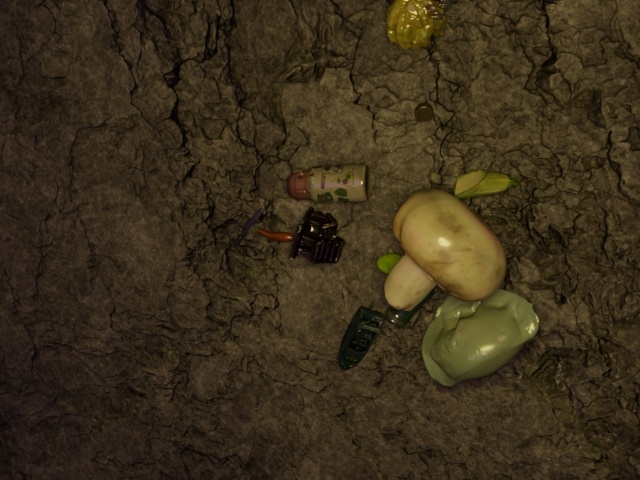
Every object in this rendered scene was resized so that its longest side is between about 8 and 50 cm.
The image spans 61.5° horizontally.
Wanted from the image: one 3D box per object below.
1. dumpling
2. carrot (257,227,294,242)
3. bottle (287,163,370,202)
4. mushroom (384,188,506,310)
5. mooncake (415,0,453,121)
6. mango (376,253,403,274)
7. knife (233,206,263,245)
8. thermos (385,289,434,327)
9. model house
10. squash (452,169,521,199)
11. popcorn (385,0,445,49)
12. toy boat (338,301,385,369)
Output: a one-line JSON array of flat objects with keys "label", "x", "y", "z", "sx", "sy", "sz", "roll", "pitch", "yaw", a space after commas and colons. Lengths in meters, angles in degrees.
[{"label": "dumpling", "x": 0.467, "y": 0.302, "z": 1.615, "sx": 0.321, "sy": 0.270, "sz": 0.211, "roll": -25, "pitch": 117, "yaw": -7}, {"label": "carrot", "x": -0.146, "y": -0.017, "z": 1.786, "sx": 0.142, "sy": 0.035, "sz": 0.035, "roll": 10, "pitch": 102, "yaw": 17}, {"label": "bottle", "x": 0.022, "y": -0.175, "z": 1.670, "sx": 0.253, "sy": 0.120, "sz": 0.120, "roll": 0, "pitch": 100, "yaw": 13}, {"label": "mushroom", "x": 0.348, "y": 0.020, "z": 1.542, "sx": 0.353, "sy": 0.353, "sz": 0.325, "roll": 1, "pitch": 57, "yaw": 14}, {"label": "mooncake", "x": 0.307, "y": -0.500, "z": 1.505, "sx": 0.150, "sy": 0.057, "sz": 0.346, "roll": 13, "pitch": 124, "yaw": -13}, {"label": "mango", "x": 0.230, "y": 0.078, "z": 1.696, "sx": 0.108, "sy": 0.056, "sz": 0.073, "roll": 7, "pitch": 96, "yaw": 15}, {"label": "knife", "x": -0.243, "y": -0.048, "z": 1.816, "sx": 0.023, "sy": 0.010, "sz": 0.170, "roll": 39, "pitch": 105, "yaw": -2}, {"label": "thermos", "x": 0.291, "y": 0.180, "z": 1.693, "sx": 0.187, "sy": 0.073, "sz": 0.083, "roll": -49, "pitch": 65, "yaw": 15}, {"label": "model house", "x": 0.002, "y": -0.007, "z": 1.711, "sx": 0.152, "sy": 0.106, "sz": 0.165, "roll": 19, "pitch": 108, "yaw": 12}, {"label": "squash", "x": 0.489, "y": -0.171, "z": 1.581, "sx": 0.200, "sy": 0.090, "sz": 0.075, "roll": -9, "pitch": 106, "yaw": 9}, {"label": "popcorn", "x": 0.272, "y": -0.622, "z": 1.524, "sx": 0.174, "sy": 0.142, "sz": 0.173, "roll": -5, "pitch": 114, "yaw": -12}, {"label": "toy boat", "x": 0.124, "y": 0.323, "z": 1.745, "sx": 0.093, "sy": 0.103, "sz": 0.246, "roll": 20, "pitch": 110, "yaw": -15}]
